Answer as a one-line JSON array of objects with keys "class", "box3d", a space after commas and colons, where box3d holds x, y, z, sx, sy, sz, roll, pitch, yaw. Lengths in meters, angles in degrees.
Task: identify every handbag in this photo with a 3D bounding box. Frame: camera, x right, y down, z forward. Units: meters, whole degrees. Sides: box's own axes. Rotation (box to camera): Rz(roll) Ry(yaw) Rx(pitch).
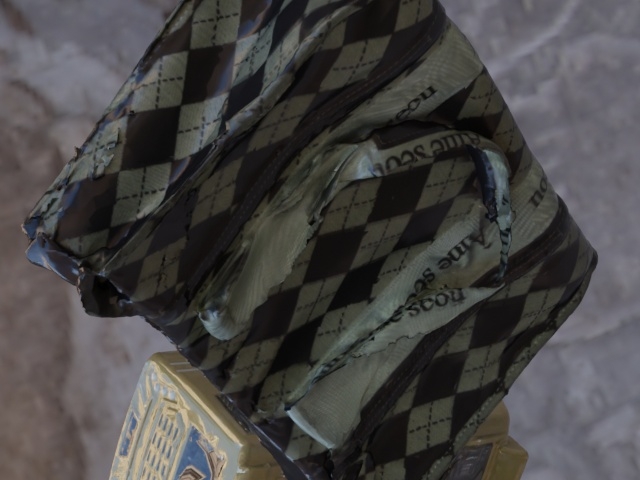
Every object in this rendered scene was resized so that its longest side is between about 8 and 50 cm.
[{"class": "handbag", "box3d": [0.000, 0.000, 1.389, 0.180, 0.317, 0.416, 29, 164, 40]}]

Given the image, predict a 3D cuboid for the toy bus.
[{"class": "toy bus", "box3d": [0.004, 0.192, 1.782, 0.202, 0.365, 0.177, 39, 121, 41]}]
